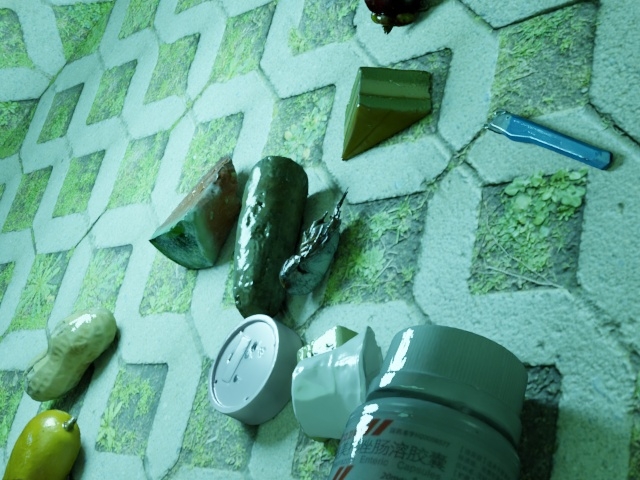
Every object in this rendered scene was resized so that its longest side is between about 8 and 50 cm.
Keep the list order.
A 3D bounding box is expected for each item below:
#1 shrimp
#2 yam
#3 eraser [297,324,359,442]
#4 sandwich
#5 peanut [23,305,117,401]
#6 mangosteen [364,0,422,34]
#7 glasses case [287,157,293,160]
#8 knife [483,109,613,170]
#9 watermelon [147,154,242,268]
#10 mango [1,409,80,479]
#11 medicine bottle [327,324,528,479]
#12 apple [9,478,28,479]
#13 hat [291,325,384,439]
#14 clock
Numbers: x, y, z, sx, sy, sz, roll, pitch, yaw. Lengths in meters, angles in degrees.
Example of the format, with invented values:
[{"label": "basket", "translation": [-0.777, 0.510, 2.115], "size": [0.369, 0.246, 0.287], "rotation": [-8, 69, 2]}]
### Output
[{"label": "shrimp", "translation": [0.000, 0.000, 1.989], "size": [0.232, 0.079, 0.090], "rotation": [-61, -4, -10]}, {"label": "yam", "translation": [-0.103, 0.005, 2.077], "size": [0.133, 0.133, 0.330], "rotation": [-18, 55, 44]}, {"label": "eraser", "translation": [0.017, 0.241, 1.787], "size": [0.117, 0.058, 0.172], "rotation": [-34, 41, 31]}, {"label": "sandwich", "translation": [0.126, -0.241, 2.075], "size": [0.187, 0.144, 0.117], "rotation": [107, 171, -56]}, {"label": "peanut", "translation": [-0.592, 0.268, 2.476], "size": [0.290, 0.130, 0.130], "rotation": [-51, 34, 14]}, {"label": "mangosteen", "translation": [0.147, -0.491, 2.162], "size": [0.140, 0.140, 0.140], "rotation": [-32, 42, 33]}, {"label": "glasses case", "translation": [-0.104, -0.093, 2.222], "size": [0.065, 0.041, 0.169], "rotation": [5, 66, 40]}, {"label": "knife", "translation": [0.364, -0.163, 1.703], "size": [0.044, 0.026, 0.296], "rotation": [-59, 36, 3]}, {"label": "watermelon", "translation": [-0.247, -0.076, 2.330], "size": [0.193, 0.140, 0.256], "rotation": [-9, 47, 54]}, {"label": "mango", "translation": [-0.631, 0.495, 2.351], "size": [0.316, 0.119, 0.176], "rotation": [-53, 42, 17]}, {"label": "medicine bottle", "translation": [0.148, 0.292, 1.417], "size": [0.245, 0.245, 0.306], "rotation": [-15, 44, 46]}, {"label": "apple", "translation": [-0.636, 0.606, 2.185], "size": [0.230, 0.230, 0.229], "rotation": [-32, 42, 33]}, {"label": "hat", "translation": [0.029, 0.240, 1.627], "size": [0.126, 0.203, 0.203], "rotation": [-8, 52, 13]}, {"label": "clock", "translation": [-0.121, 0.239, 1.954], "size": [0.197, 0.068, 0.196], "rotation": [-32, 41, 33]}]
